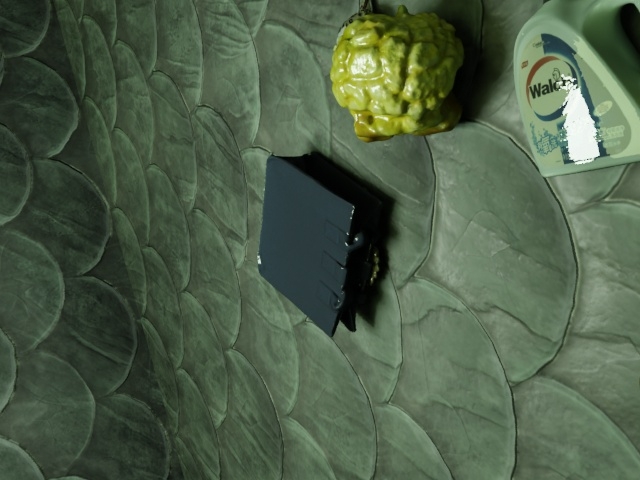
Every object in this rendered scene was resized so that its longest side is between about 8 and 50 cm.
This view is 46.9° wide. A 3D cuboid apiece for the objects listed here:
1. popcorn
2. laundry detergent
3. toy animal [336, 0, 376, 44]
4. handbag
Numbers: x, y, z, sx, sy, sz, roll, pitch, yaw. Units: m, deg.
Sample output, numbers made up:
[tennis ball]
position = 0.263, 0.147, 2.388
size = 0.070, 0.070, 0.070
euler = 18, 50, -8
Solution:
[popcorn]
position = 0.121, -0.257, 1.217
size = 0.237, 0.206, 0.252
euler = 36, 142, 28
[laundry detergent]
position = 0.351, -0.232, 0.958
size = 0.215, 0.105, 0.281
euler = -7, 93, 57
[toy animal]
position = 0.071, -0.382, 1.338
size = 0.098, 0.098, 0.137
euler = -15, 87, 57
[handbag]
position = 0.000, 0.000, 1.545
size = 0.329, 0.121, 0.303
euler = 38, 129, 45
